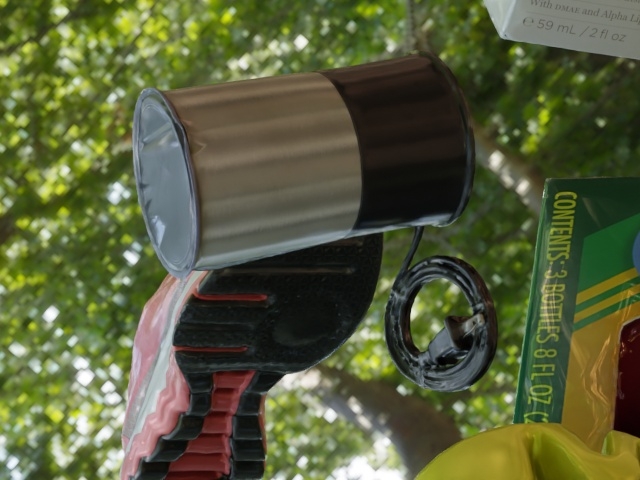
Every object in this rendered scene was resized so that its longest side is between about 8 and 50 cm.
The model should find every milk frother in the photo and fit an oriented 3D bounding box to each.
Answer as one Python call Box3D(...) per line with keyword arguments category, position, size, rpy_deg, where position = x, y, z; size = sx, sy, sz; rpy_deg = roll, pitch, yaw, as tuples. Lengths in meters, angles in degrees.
Box3D(category="milk frother", position=(0.000, 0.000, 0.586), size=(0.129, 0.135, 0.143), rpy_deg=(104, 147, -46))

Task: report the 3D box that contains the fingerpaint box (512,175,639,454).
Box3D(category="fingerpaint box", position=(0.280, 0.184, 0.653), size=(0.371, 0.444, 0.163), rpy_deg=(1, 148, 22))

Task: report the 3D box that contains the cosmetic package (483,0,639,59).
Box3D(category="cosmetic package", position=(0.180, -0.226, 0.749), size=(0.117, 0.231, 0.085), rpy_deg=(5, -144, -12))

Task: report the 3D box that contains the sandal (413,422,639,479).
Box3D(category="sandal", position=(0.183, 0.118, 0.376), size=(0.317, 0.126, 0.138), rpy_deg=(-3, -174, -10))

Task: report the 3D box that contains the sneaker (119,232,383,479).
Box3D(category="sneaker", position=(-0.068, 0.044, 0.837), size=(0.116, 0.314, 0.136), rpy_deg=(6, -138, -28))
